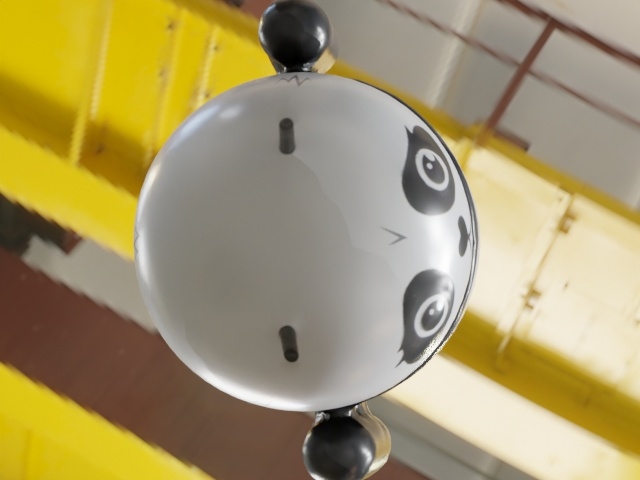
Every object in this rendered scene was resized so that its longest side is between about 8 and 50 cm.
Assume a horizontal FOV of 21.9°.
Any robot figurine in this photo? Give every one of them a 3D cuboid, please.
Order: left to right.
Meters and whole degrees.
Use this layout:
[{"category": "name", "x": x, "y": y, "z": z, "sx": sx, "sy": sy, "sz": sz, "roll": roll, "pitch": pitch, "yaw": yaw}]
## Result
[{"category": "robot figurine", "x": 0.002, "y": 0.002, "z": 0.877, "sx": 0.209, "sy": 0.278, "sz": 0.173, "roll": 45, "pitch": -86, "yaw": 6}]
